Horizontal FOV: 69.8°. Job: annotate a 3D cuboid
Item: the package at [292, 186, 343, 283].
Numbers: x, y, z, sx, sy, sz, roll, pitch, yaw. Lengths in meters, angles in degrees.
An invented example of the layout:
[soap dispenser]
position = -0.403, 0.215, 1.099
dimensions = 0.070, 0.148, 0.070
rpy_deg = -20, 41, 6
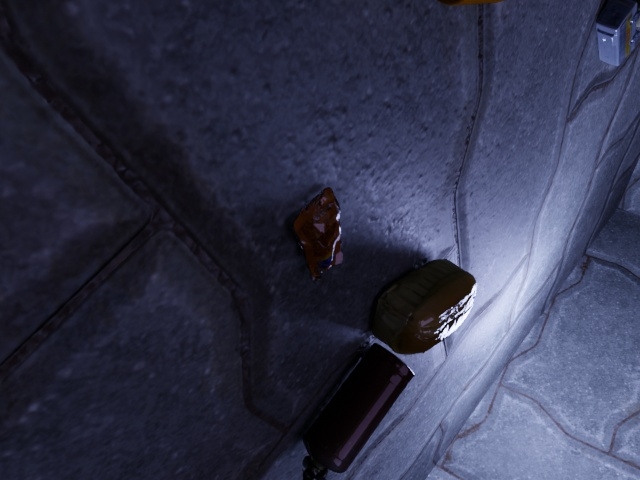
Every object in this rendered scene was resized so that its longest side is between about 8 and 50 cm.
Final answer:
[package]
position = 0.001, 0.000, 0.548
dimensions = 0.077, 0.033, 0.110
rpy_deg = -30, 133, -23

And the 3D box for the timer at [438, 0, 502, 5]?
[timer]
position = 0.094, -0.267, 0.409
dimensions = 0.152, 0.132, 0.132
rpy_deg = -21, 136, -11

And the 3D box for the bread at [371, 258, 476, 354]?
[bread]
position = 0.198, 0.123, 0.838
dimensions = 0.236, 0.106, 0.139
rpy_deg = -21, 133, -42

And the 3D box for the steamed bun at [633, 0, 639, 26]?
[steamed bun]
position = 0.833, -0.623, 0.967
dimensions = 0.394, 0.238, 0.346
rpy_deg = -20, 130, -44

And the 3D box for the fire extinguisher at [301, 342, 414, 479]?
[fire extinguisher]
position = 0.050, 0.312, 0.796
dimensions = 0.269, 0.105, 0.104
rpy_deg = -49, 146, -13

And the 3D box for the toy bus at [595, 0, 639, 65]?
[toy bus]
position = 0.667, -0.469, 1.034
dimensions = 0.191, 0.064, 0.075
rpy_deg = 11, 118, -55
